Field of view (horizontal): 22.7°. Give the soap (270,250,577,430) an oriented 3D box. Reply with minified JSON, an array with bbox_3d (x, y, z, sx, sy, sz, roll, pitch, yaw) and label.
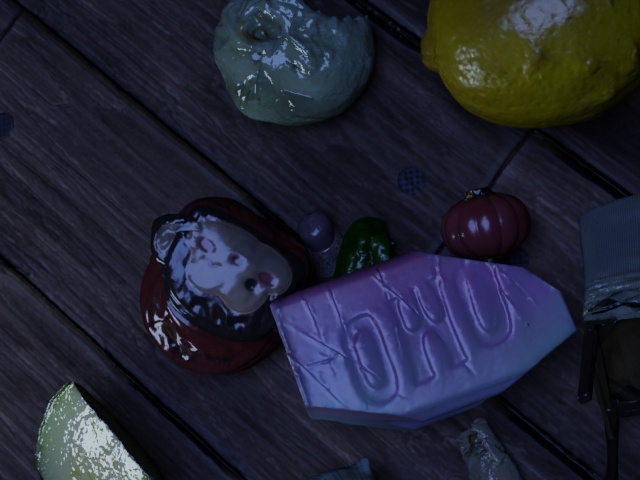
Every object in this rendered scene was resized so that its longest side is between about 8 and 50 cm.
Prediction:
[{"bbox_3d":[0.123,0.112,1.863,0.324,0.109,0.193,-19,80,-4],"label":"soap"}]

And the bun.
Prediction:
[{"bbox_3d":[-0.040,-0.248,2.011,0.212,0.126,0.203,4,85,18],"label":"bun"}]

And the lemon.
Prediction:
[{"bbox_3d":[0.261,-0.254,1.844,0.284,0.260,0.260,-38,72,13],"label":"lemon"}]

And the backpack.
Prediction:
[{"bbox_3d":[-0.126,0.062,1.995,0.229,0.139,0.229,1,97,5],"label":"backpack"}]

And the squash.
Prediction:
[{"bbox_3d":[-0.279,0.287,2.054,0.192,0.085,0.184,49,127,21],"label":"squash"}]

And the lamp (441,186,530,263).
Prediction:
[{"bbox_3d":[0.197,-0.017,1.906,0.107,0.107,0.092,-13,92,17],"label":"lamp"}]

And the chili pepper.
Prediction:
[{"bbox_3d":[0.057,0.095,1.954,0.100,0.074,0.257,-1,83,3],"label":"chili pepper"}]

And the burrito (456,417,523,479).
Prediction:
[{"bbox_3d":[0.216,0.301,1.887,0.058,0.045,0.188,-32,75,19],"label":"burrito"}]

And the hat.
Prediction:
[{"bbox_3d":[0.000,0.003,2.004,0.058,0.042,0.087,-16,78,17],"label":"hat"}]

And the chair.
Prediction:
[{"bbox_3d":[0.377,0.112,1.819,0.160,0.319,0.186,-11,123,19],"label":"chair"}]

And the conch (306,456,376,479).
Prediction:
[{"bbox_3d":[0.025,0.321,1.921,0.234,0.137,0.114,15,61,12],"label":"conch"}]
